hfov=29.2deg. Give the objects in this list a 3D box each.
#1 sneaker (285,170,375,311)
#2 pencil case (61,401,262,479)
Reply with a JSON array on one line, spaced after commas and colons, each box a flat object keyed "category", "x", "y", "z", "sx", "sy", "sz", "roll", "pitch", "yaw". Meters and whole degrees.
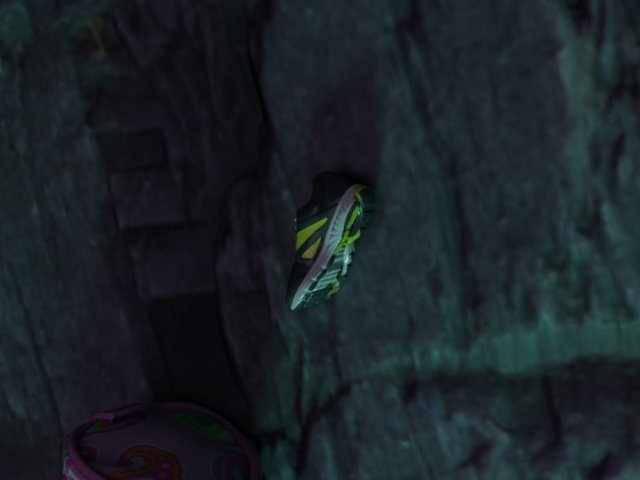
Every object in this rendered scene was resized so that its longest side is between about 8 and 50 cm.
[{"category": "sneaker", "x": 0.000, "y": 0.000, "z": 0.662, "sx": 0.035, "sy": 0.031, "sz": 0.083, "roll": 40, "pitch": 114, "yaw": 29}, {"category": "pencil case", "x": -0.118, "y": 0.237, "z": 0.728, "sx": 0.124, "sy": 0.124, "sz": 0.284, "roll": 24, "pitch": 113, "yaw": 21}]
